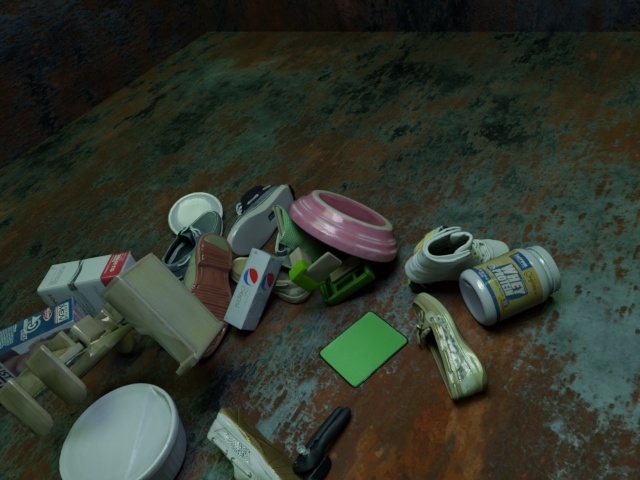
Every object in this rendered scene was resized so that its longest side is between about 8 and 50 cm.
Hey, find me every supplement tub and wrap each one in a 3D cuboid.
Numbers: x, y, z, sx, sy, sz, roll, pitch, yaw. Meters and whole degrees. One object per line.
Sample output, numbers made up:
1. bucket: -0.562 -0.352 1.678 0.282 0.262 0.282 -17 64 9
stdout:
1. supplement tub: 0.454 0.105 1.245 0.199 0.144 0.144 -23 40 -5

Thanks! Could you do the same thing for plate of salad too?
1. plate of salad: -0.450 -0.088 1.868 0.199 0.048 0.200 -2 59 3

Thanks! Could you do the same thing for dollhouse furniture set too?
1. dollhouse furniture set: 0.000 0.000 1.448 0.151 0.197 0.302 -38 41 18
2. dollhouse furniture set: -0.470 0.264 1.249 0.394 0.256 0.362 -42 6 20

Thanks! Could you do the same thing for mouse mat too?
1. mouse mat: 0.107 0.269 1.300 0.189 0.007 0.152 -37 43 -18

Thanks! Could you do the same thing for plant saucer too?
1. plant saucer: 0.076 -0.054 1.462 0.331 0.084 0.332 21 17 -7

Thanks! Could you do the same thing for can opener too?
1. can opener: 0.005 0.433 1.120 0.059 0.073 0.186 -8 30 41

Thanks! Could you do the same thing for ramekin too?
1. ramekin: -0.433 0.476 1.178 0.272 0.127 0.273 -11 40 10

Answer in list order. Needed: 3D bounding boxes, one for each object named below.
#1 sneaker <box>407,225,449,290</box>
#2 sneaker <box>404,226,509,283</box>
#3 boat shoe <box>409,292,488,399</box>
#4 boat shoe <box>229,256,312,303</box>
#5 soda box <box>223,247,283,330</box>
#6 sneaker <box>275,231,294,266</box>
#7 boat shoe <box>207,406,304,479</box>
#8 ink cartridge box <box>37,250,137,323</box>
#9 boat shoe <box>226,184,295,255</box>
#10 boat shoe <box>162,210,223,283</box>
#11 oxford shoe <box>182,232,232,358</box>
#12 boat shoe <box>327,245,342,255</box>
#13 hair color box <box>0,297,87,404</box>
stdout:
1. sneaker: 0.292 0.054 1.430 0.209 0.081 0.094 -54 21 -25
2. sneaker: 0.374 0.033 1.297 0.292 0.169 0.108 -10 67 -14
3. boat shoe: 0.276 0.235 1.198 0.089 0.105 0.285 -21 41 -7
4. boat shoe: -0.161 0.094 1.525 0.302 0.098 0.109 17 51 35
5. soda box: -0.183 0.135 1.421 0.069 0.074 0.216 21 89 29
6. sneaker: -0.087 -0.021 1.632 0.094 0.091 0.258 -9 41 11
7. boat shoe: -0.140 0.479 1.102 0.277 0.098 0.096 33 88 35
8. ink cartridge box: -0.672 0.159 1.570 0.272 0.197 0.114 -10 39 9
9. boat shoe: -0.234 -0.073 1.741 0.158 0.127 0.340 7 38 36
10. boat shoe: -0.422 0.003 1.712 0.116 0.099 0.320 14 52 16
11. oxford shoe: -0.342 0.174 1.512 0.146 0.140 0.397 -43 33 43
12. boat shoe: 0.065 0.012 1.578 0.132 0.042 0.049 -18 44 3
13. hair color box: -0.821 0.321 1.462 0.346 0.174 0.105 -26 41 -8
